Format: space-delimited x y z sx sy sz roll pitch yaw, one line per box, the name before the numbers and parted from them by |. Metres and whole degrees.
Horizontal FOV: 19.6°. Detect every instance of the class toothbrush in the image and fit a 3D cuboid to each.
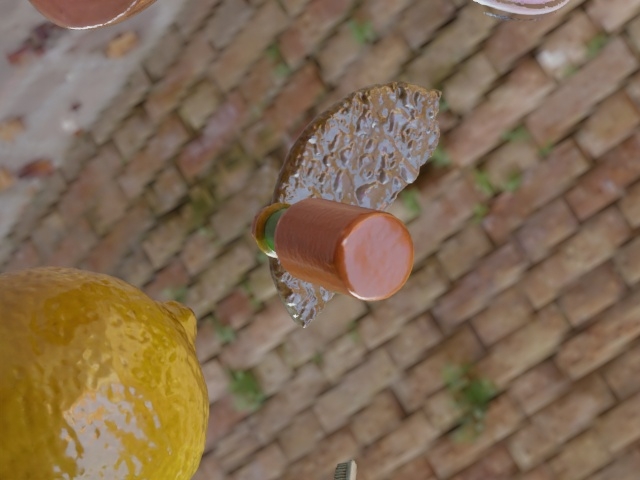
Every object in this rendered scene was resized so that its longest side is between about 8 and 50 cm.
toothbrush | 0.012 0.284 1.596 0.019 0.219 0.016 -11 139 21

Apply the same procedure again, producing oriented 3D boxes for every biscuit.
biscuit | 0.020 -0.062 1.918 0.290 0.141 0.038 -55 -148 -10

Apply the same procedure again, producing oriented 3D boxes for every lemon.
lemon | -0.200 0.131 1.394 0.253 0.228 0.228 -16 162 -20

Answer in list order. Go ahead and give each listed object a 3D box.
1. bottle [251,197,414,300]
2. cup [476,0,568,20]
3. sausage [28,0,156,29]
bottle | 0.000 0.000 1.405 0.069 0.069 0.187 -25 -161 -21
cup | 0.190 -0.367 1.564 0.253 0.253 0.274 -16 155 -47
sausage | -0.128 -0.238 1.303 0.121 0.121 0.304 -36 -169 21
